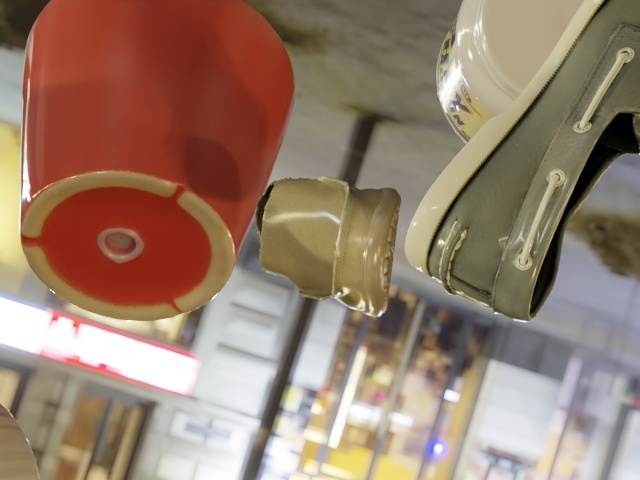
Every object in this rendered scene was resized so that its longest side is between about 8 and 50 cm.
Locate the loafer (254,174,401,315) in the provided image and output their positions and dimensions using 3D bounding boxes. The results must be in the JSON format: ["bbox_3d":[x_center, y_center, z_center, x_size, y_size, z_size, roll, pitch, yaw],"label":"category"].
[{"bbox_3d":[0.000,0.000,1.351,0.092,0.102,0.268,7,-179,-9],"label":"loafer"}]

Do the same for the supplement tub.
[{"bbox_3d":[0.271,-0.225,2.101,0.235,0.235,0.325,18,172,0],"label":"supplement tub"}]

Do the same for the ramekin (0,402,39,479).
[{"bbox_3d":[-0.397,0.256,1.708,0.273,0.273,0.127,15,-176,28],"label":"ramekin"}]

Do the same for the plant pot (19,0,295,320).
[{"bbox_3d":[-0.166,-0.076,1.625,0.275,0.243,0.275,3,136,3],"label":"plant pot"}]

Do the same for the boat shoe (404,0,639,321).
[{"bbox_3d":[0.191,-0.081,1.131,0.099,0.319,0.116,38,171,27],"label":"boat shoe"}]
